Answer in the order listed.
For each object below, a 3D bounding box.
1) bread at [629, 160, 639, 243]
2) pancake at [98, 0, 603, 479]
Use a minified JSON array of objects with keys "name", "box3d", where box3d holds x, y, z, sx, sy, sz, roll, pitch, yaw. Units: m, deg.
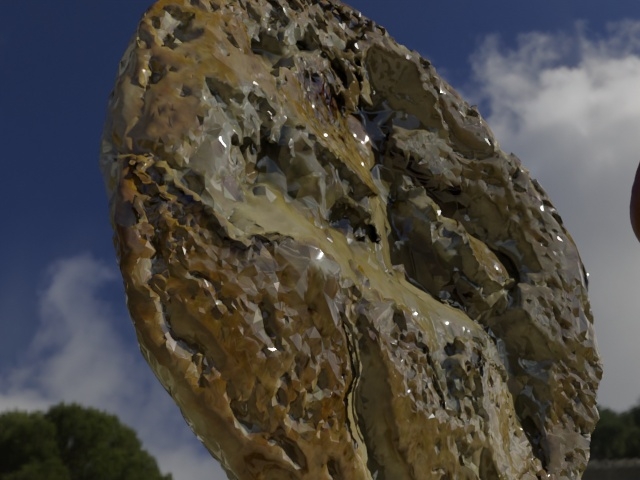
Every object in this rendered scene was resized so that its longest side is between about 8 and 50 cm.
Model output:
[{"name":"bread","box3d":[0.506,-0.080,1.126,0.156,0.204,0.288,-23,-39,-34]},{"name":"pancake","box3d":[0.033,0.017,0.531,0.387,0.387,0.082,31,-44,-32]}]
